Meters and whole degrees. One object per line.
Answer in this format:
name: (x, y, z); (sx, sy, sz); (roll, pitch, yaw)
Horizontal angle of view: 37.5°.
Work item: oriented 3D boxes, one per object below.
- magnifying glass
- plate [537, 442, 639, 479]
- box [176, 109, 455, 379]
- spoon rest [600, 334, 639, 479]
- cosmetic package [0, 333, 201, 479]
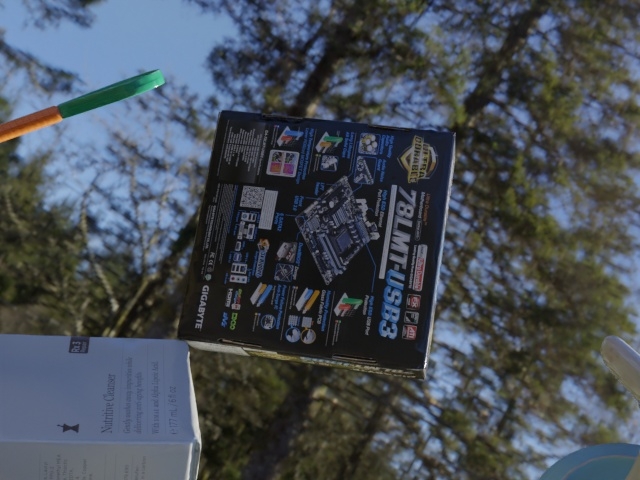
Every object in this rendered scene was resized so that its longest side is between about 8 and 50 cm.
magnifying glass: (-0.309, -0.173, 1.200); (0.092, 0.231, 0.026); (26, -42, 68)
plate: (0.290, 0.264, 0.911); (0.188, 0.188, 0.024); (16, -42, 40)
box: (0.000, 0.000, 1.127); (0.294, 0.295, 0.073); (6, -15, 9)
spoon rest: (0.085, 0.176, 0.450); (0.084, 0.276, 0.137); (31, 14, -30)
cosmetic package: (-0.331, 0.210, 0.988); (0.385, 0.156, 0.217); (4, 22, -14)
